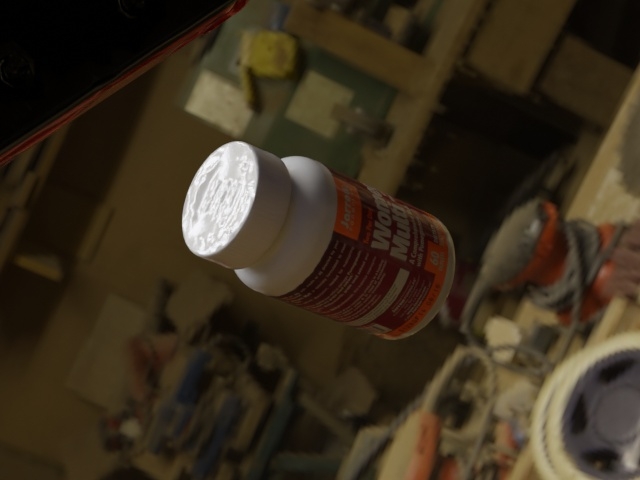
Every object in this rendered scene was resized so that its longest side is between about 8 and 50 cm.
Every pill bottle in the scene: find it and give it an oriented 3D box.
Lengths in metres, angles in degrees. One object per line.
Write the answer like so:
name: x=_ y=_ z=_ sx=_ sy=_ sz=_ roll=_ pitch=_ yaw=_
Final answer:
pill bottle: x=0.000 y=0.000 z=1.221 sx=0.121 sy=0.221 sz=0.121 roll=-26 pitch=53 yaw=41

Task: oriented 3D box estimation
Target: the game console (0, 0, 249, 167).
game console: x=-0.206 y=-0.209 z=0.724 sx=0.060 sy=0.342 sz=0.386 roll=-18 pitch=18 yaw=42
